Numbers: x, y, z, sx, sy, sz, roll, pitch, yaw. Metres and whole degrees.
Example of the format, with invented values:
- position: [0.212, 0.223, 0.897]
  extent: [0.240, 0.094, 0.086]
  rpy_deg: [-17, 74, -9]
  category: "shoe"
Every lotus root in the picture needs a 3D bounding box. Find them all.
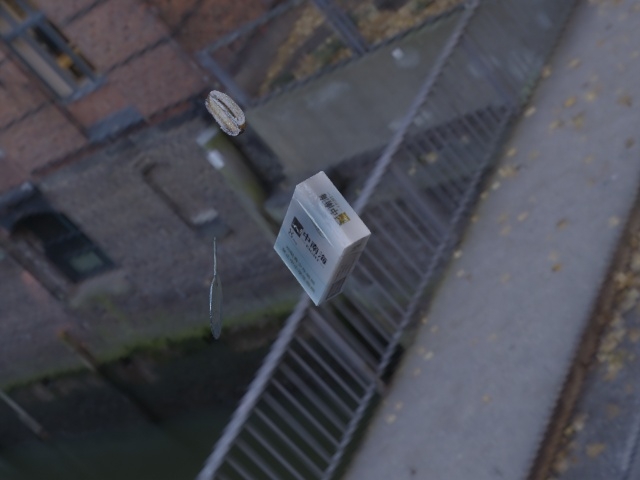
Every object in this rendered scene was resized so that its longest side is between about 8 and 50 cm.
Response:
- position: [-0.141, -0.193, 2.004]
  extent: [0.030, 0.083, 0.037]
  rpy_deg: [-25, -23, -36]
  category: "lotus root"

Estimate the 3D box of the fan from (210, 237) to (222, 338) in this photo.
- position: [-0.179, 0.082, 2.245]
  extent: [0.005, 0.175, 0.113]
  rpy_deg: [-1, 3, 5]
  category: "fan"

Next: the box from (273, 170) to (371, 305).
- position: [0.000, 0.000, 2.418]
  extent: [0.067, 0.155, 0.243]
  rpy_deg: [-31, -16, -26]
  category: "box"
